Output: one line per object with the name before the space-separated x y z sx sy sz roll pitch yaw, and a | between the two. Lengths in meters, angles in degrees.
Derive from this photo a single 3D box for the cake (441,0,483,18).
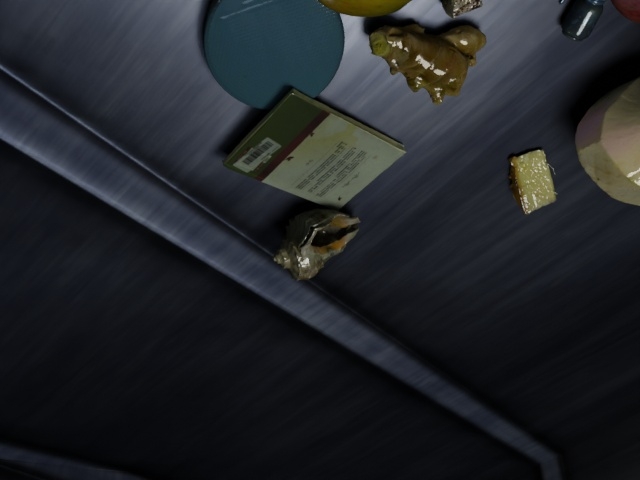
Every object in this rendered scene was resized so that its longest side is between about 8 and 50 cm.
cake | 0.212 -0.399 0.935 0.055 0.051 0.140 -12 142 -3

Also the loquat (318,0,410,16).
loquat | 0.046 -0.390 0.773 0.246 0.213 0.213 14 133 -45

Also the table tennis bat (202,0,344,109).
table tennis bat | -0.078 -0.322 0.939 0.215 0.044 0.329 -17 143 3

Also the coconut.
coconut | 0.603 -0.181 1.153 0.259 0.259 0.259 -9 140 -8

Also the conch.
conch | 0.000 0.000 1.268 0.207 0.130 0.155 -18 175 -22

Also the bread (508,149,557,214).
bread | 0.438 -0.126 1.305 0.084 0.080 0.109 -21 143 3

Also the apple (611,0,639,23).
apple | 0.500 -0.406 0.952 0.153 0.120 0.153 -37 152 -24

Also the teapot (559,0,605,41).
teapot | 0.426 -0.376 1.044 0.049 0.063 0.083 -27 149 -39

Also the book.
book | -0.006 -0.151 1.152 0.289 0.026 0.201 19 132 -41

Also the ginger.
ginger | 0.169 -0.288 1.025 0.205 0.081 0.115 -2 133 -18
